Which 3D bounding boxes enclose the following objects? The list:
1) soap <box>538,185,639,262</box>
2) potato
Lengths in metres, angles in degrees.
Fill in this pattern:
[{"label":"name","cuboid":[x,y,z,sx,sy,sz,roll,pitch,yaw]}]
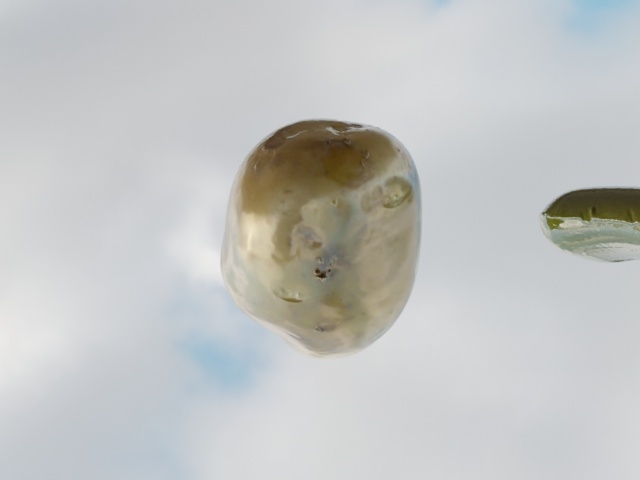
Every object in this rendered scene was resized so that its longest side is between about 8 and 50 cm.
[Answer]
[{"label":"soap","cuboid":[0.196,-0.006,0.938,0.140,0.089,0.045,7,-99,45]},{"label":"potato","cuboid":[0.000,0.000,0.951,0.118,0.178,0.109,15,-131,9]}]
